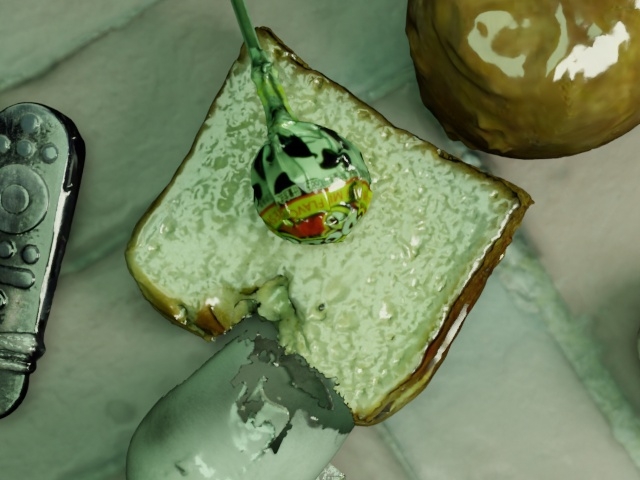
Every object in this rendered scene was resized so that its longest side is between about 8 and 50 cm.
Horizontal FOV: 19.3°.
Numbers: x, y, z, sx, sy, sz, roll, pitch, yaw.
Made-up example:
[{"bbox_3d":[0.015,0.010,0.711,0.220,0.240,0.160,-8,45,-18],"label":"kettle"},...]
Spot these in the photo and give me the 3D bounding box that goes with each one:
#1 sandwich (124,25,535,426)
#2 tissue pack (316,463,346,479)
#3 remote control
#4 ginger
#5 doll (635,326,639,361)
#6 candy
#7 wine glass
[{"bbox_3d":[0.000,0.000,1.538,0.273,0.095,0.249,32,85,6],"label":"sandwich"},{"bbox_3d":[-0.008,0.206,1.518,0.035,0.083,0.063,39,85,4],"label":"tissue pack"},{"bbox_3d":[-0.253,0.019,1.565,0.090,0.066,0.266,11,88,16],"label":"remote control"},{"bbox_3d":[0.202,-0.166,1.497,0.269,0.200,0.223,12,80,2],"label":"ginger"},{"bbox_3d":[0.399,0.061,1.505,0.287,0.151,0.151,-22,83,-8],"label":"doll"},{"bbox_3d":[-0.039,-0.139,1.483,0.091,0.083,0.305,-19,74,3],"label":"candy"},{"bbox_3d":[-0.116,0.213,1.455,0.143,0.143,0.321,45,100,6],"label":"wine glass"}]
